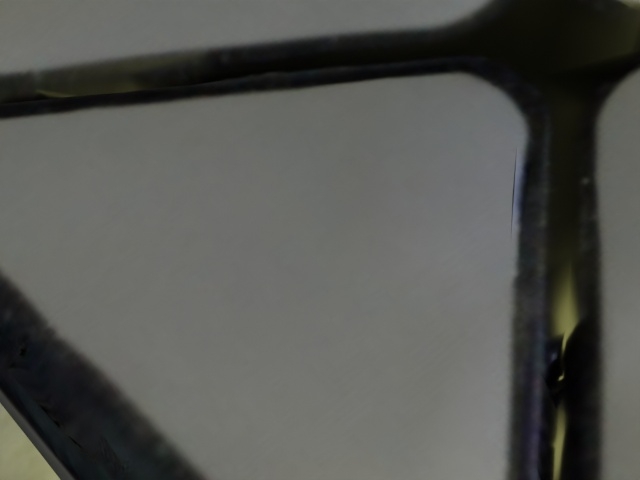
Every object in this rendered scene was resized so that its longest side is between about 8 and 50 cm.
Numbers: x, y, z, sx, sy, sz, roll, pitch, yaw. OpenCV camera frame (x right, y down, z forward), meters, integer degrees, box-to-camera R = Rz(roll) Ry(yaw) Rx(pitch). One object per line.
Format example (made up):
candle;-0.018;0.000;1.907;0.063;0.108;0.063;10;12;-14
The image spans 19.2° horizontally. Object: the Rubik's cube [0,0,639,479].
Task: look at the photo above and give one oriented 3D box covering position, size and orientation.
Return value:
Rubik's cube;0.086;0.042;0.542;0.307;0.305;0.310;-39;52;-12
